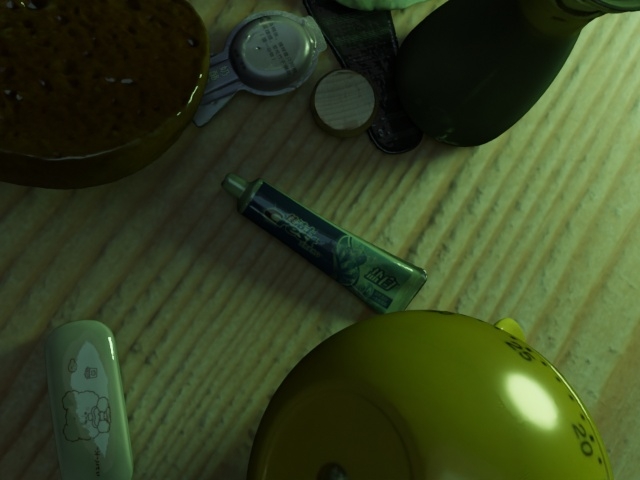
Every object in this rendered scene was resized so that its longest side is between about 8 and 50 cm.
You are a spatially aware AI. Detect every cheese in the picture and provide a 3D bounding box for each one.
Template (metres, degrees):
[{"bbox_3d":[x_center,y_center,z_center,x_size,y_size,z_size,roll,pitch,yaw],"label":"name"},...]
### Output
[{"bbox_3d":[-0.084,-0.215,0.796,0.190,0.042,0.105,-25,87,-11],"label":"cheese"}]

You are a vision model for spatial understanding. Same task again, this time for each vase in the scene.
[{"bbox_3d":[0.212,-0.223,0.700,0.173,0.321,0.173,2,81,-15],"label":"vase"}]

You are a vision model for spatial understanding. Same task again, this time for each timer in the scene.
[{"bbox_3d":[0.125,0.243,0.654,0.387,0.376,0.376,24,76,-50],"label":"timer"}]

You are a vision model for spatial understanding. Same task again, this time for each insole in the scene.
[{"bbox_3d":[0.050,-0.254,0.839,0.110,0.012,0.310,-18,86,-12],"label":"insole"}]

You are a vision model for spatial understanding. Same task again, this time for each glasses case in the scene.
[{"bbox_3d":[-0.250,0.182,0.717,0.074,0.049,0.194,-9,84,-10],"label":"glasses case"}]

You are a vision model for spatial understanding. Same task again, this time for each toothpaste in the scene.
[{"bbox_3d":[-0.001,0.001,0.786,0.268,0.047,0.069,33,67,-8],"label":"toothpaste"}]

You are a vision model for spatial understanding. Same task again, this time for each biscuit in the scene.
[{"bbox_3d":[-0.311,-0.218,0.715,0.394,0.070,0.350,27,60,4],"label":"biscuit"}]

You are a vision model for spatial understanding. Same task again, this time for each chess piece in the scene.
[{"bbox_3d":[0.029,-0.167,0.805,0.083,0.038,0.084,0,88,-2],"label":"chess piece"}]

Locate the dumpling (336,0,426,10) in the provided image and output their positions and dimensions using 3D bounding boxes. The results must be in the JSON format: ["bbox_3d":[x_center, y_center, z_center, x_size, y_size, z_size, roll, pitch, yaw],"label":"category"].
[{"bbox_3d":[0.080,-0.440,0.764,0.320,0.212,0.270,31,75,2],"label":"dumpling"}]
